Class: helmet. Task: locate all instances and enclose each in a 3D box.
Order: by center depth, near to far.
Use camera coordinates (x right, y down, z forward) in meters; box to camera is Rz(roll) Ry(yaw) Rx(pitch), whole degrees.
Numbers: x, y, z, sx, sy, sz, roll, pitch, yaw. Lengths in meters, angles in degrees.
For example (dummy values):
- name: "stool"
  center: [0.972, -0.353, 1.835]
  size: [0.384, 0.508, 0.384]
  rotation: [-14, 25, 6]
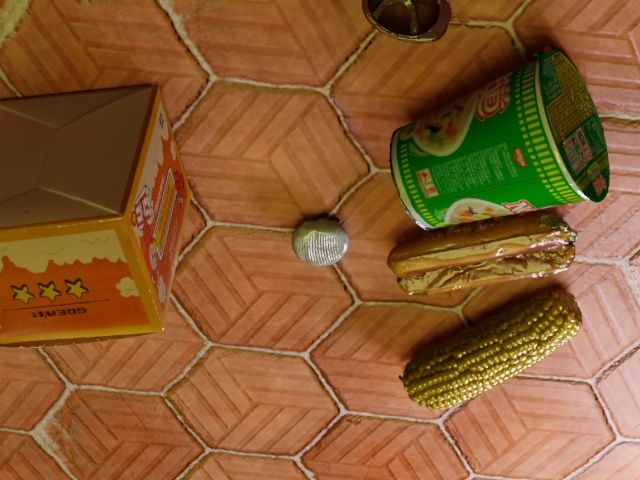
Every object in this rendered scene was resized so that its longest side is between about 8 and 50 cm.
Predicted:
- name: "helmet"
  center: [0.108, -0.295, 1.706]
  size: [0.111, 0.057, 0.089]
  rotation: [22, 126, -7]

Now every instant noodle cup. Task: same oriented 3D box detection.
- name: "instant noodle cup"
  center: [0.221, -0.116, 1.780]
  size: [0.232, 0.207, 0.207]
  rotation: [-18, 128, 30]

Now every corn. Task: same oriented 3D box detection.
- name: "corn"
  center: [0.247, 0.171, 2.071]
  size: [0.310, 0.101, 0.101]
  rotation: [-28, 123, 26]

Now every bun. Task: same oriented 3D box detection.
- name: "bun"
  center: [0.000, 0.000, 1.981]
  size: [0.083, 0.045, 0.083]
  rotation: [1, 131, 1]

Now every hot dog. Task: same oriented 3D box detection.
- name: "hot dog"
  center: [0.229, 0.020, 1.959]
  size: [0.269, 0.072, 0.115]
  rotation: [-9, 129, 11]

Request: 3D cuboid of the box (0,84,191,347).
- name: "box"
  center: [-0.328, -0.031, 1.826]
  size: [0.259, 0.283, 0.214]
  rotation: [-4, 132, 9]
